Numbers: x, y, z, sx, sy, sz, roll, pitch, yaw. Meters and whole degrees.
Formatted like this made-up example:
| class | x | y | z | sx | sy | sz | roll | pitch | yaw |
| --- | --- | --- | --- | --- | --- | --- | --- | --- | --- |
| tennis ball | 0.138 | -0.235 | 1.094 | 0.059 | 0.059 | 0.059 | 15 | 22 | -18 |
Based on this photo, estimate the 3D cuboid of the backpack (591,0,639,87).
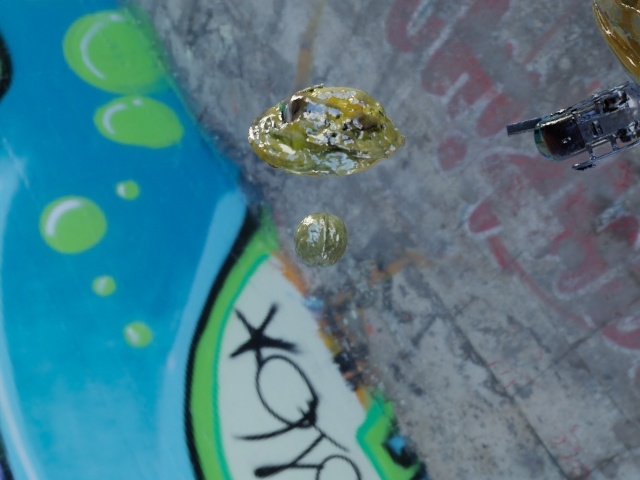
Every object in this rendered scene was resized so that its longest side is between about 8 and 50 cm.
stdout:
| class | x | y | z | sx | sy | sz | roll | pitch | yaw |
| --- | --- | --- | --- | --- | --- | --- | --- | --- | --- |
| backpack | 0.475 | -0.304 | 0.945 | 0.354 | 0.201 | 0.378 | -60 | 36 | 25 |

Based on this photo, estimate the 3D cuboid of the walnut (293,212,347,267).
| class | x | y | z | sx | sy | sz | roll | pitch | yaw |
| --- | --- | --- | --- | --- | --- | --- | --- | --- | --- |
| walnut | 0.000 | 0.000 | 1.342 | 0.092 | 0.092 | 0.092 | 21 | 119 | 44 |

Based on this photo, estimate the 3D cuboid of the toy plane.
| class | x | y | z | sx | sy | sz | roll | pitch | yaw |
| --- | --- | --- | --- | --- | --- | --- | --- | --- | --- |
| toy plane | 0.484 | -0.216 | 1.365 | 0.381 | 0.155 | 0.106 | -24 | 102 | 18 |

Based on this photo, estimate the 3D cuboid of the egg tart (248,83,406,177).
| class | x | y | z | sx | sy | sz | roll | pitch | yaw |
| --- | --- | --- | --- | --- | --- | --- | --- | --- | --- |
| egg tart | 0.013 | -0.218 | 1.595 | 0.297 | 0.297 | 0.132 | 34 | 137 | 38 |
